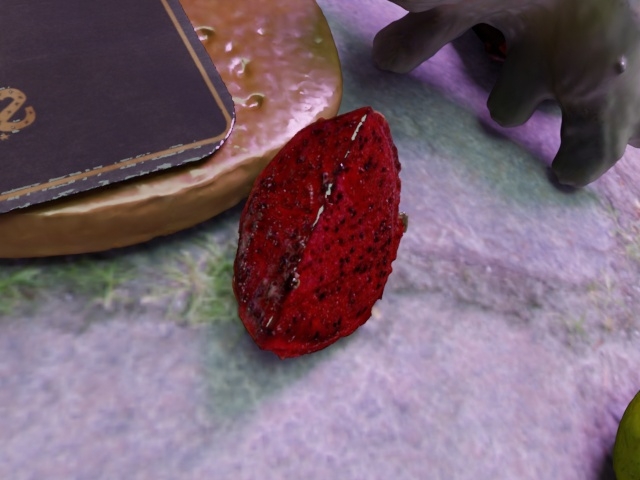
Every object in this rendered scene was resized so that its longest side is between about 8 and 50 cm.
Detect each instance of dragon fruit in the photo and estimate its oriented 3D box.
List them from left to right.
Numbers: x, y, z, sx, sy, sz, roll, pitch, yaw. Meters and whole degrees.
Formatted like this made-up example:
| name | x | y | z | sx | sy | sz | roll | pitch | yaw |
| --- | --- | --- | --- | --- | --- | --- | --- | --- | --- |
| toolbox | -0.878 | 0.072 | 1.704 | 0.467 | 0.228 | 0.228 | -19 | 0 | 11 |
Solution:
| name | x | y | z | sx | sy | sz | roll | pitch | yaw |
| --- | --- | --- | --- | --- | --- | --- | --- | --- | --- |
| dragon fruit | 0.000 | 0.000 | 0.359 | 0.106 | 0.083 | 0.162 | 30 | 76 | -48 |

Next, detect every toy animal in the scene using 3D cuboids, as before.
| name | x | y | z | sx | sy | sz | roll | pitch | yaw |
| --- | --- | --- | --- | --- | --- | --- | --- | --- | --- |
| toy animal | 0.163 | -0.182 | 0.410 | 0.266 | 0.188 | 0.307 | -13 | 95 | 7 |

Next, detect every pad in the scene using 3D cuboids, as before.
| name | x | y | z | sx | sy | sz | roll | pitch | yaw |
| --- | --- | --- | --- | --- | --- | --- | --- | --- | --- |
| pad | -0.237 | -0.088 | 0.275 | 0.376 | 0.063 | 0.314 | -21 | 70 | -22 |

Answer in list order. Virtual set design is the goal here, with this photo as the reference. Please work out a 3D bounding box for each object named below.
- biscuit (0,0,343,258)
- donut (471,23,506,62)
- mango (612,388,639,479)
| name | x | y | z | sx | sy | sz | roll | pitch | yaw |
| --- | --- | --- | --- | --- | --- | --- | --- | --- | --- |
| biscuit | -0.183 | -0.157 | 0.395 | 0.385 | 0.062 | 0.364 | -7 | 66 | -17 |
| donut | 0.268 | -0.273 | 0.575 | 0.270 | 0.103 | 0.269 | 8 | 58 | -12 |
| mango | 0.257 | 0.137 | 0.343 | 0.178 | 0.100 | 0.119 | -28 | 111 | -35 |
